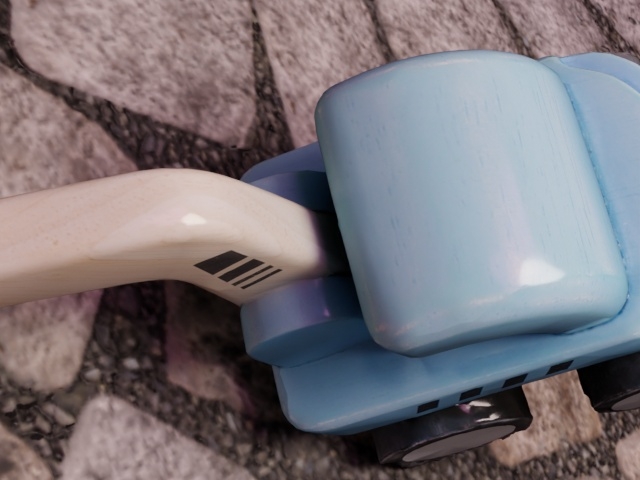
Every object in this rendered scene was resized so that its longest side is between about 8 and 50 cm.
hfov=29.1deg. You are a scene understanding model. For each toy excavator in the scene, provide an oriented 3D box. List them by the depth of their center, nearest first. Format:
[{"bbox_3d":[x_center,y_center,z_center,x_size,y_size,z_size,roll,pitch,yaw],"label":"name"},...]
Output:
[{"bbox_3d":[0.000,0.000,0.696,0.445,0.433,0.222,33,41,-65],"label":"toy excavator"}]
